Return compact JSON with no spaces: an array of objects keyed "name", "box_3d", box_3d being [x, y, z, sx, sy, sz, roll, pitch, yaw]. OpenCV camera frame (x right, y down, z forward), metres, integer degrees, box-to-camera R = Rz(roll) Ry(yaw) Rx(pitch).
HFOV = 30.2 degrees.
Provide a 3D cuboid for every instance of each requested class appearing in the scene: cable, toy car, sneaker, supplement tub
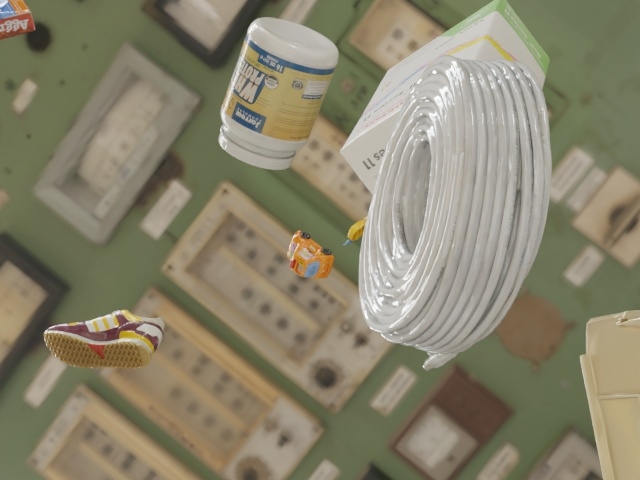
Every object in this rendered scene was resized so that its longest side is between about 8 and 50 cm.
[{"name":"cable","box_3d":[0.109,-0.032,1.018,0.257,0.089,0.257,135,143,-68]},{"name":"toy car","box_3d":[0.000,0.000,1.271,0.040,0.060,0.122,-31,-13,-43]},{"name":"sneaker","box_3d":[-0.322,0.143,1.778,0.084,0.185,0.070,-63,-28,-47]},{"name":"supplement tub","box_3d":[-0.068,-0.224,1.814,0.200,0.144,0.144,-69,-12,23]}]

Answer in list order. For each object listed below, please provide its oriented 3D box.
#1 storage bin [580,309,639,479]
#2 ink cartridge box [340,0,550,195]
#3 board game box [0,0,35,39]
[{"name":"storage bin","box_3d":[0.414,0.196,1.237,0.262,0.261,0.123,-1,-12,-40]},{"name":"ink cartridge box","box_3d":[0.156,-0.157,1.484,0.207,0.119,0.353,-31,16,28]},{"name":"board game box","box_3d":[-0.432,-0.285,1.355,0.145,0.281,0.027,-19,-52,-17]}]
